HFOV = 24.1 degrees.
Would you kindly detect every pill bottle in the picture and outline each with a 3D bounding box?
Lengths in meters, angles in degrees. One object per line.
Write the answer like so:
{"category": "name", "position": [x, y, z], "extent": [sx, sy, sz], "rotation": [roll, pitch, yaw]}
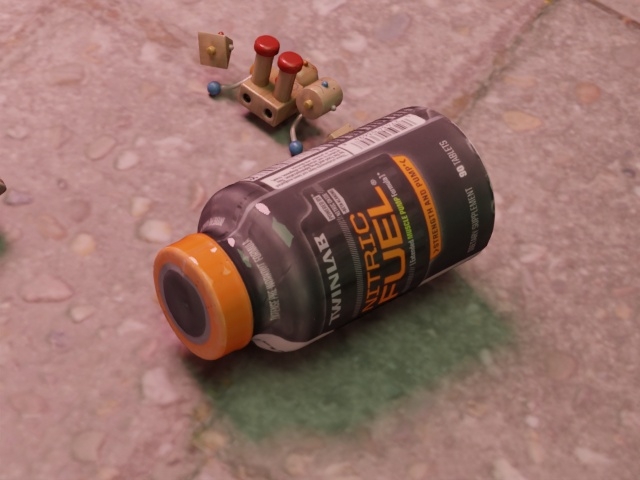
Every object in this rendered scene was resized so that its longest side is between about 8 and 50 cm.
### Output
{"category": "pill bottle", "position": [0.000, 0.000, 1.100], "extent": [0.246, 0.130, 0.130], "rotation": [-26, 61, -30]}

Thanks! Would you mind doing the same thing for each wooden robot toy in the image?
{"category": "wooden robot toy", "position": [-0.019, -0.133, 1.253], "extent": [0.173, 0.076, 0.079], "rotation": [37, 41, 17]}

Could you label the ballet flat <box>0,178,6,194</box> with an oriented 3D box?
{"category": "ballet flat", "position": [-0.337, -0.017, 1.086], "extent": [0.213, 0.072, 0.068], "rotation": [0, 78, -13]}
